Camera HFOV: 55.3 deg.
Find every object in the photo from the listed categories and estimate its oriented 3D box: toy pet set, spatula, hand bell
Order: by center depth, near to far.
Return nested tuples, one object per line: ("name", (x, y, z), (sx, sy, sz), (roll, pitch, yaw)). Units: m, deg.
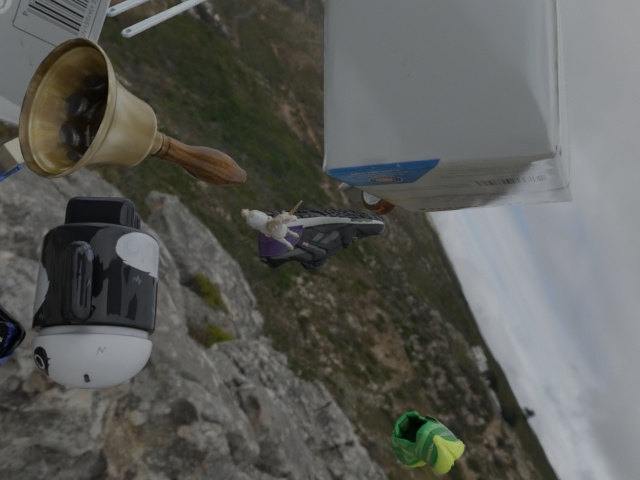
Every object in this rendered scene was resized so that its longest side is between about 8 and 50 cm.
("hand bell", (-0.159, -0.097, 0.625), (0.242, 0.126, 0.126), (16, 47, -56))
("toy pet set", (-0.483, -0.150, 0.898), (0.114, 0.065, 0.122), (58, 19, -18))
("spatula", (-0.241, -0.402, 0.968), (0.168, 0.242, 0.019), (43, -26, 25))

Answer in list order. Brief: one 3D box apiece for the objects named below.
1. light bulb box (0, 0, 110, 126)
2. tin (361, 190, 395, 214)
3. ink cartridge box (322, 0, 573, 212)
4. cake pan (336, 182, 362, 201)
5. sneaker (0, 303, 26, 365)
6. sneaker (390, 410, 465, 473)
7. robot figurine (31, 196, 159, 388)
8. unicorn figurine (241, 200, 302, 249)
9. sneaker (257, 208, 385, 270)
("light bulb box", (-0.435, -0.344, 0.702), (0.361, 0.358, 0.225), (21, 2, 33))
("tin", (0.129, -0.142, 1.161), (0.040, 0.106, 0.190), (23, 73, -31))
("ink cartridge box", (0.124, -0.124, 0.536), (0.232, 0.171, 0.168), (12, 76, -66))
("cake pan", (0.178, -0.188, 1.570), (0.054, 0.293, 0.293), (57, 9, -8))
("sneaker", (-0.508, 0.186, 0.841), (0.127, 0.182, 0.316), (18, 59, -48))
("sneaker", (0.215, 0.423, 1.328), (0.123, 0.109, 0.295), (49, -20, 5))
("robot figurine", (-0.332, 0.077, 0.903), (0.209, 0.173, 0.278), (25, 59, -56))
("unicorn figurine", (-0.085, -0.028, 1.125), (0.111, 0.161, 0.060), (41, 60, -55))
("sneaker", (0.000, 0.000, 1.312), (0.107, 0.283, 0.124), (-146, -124, -68))
